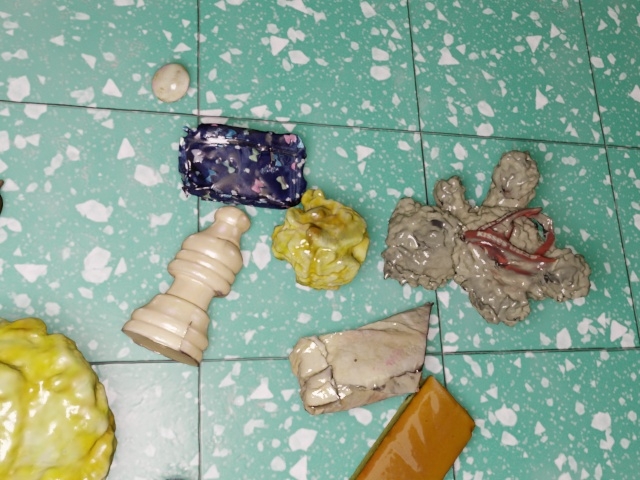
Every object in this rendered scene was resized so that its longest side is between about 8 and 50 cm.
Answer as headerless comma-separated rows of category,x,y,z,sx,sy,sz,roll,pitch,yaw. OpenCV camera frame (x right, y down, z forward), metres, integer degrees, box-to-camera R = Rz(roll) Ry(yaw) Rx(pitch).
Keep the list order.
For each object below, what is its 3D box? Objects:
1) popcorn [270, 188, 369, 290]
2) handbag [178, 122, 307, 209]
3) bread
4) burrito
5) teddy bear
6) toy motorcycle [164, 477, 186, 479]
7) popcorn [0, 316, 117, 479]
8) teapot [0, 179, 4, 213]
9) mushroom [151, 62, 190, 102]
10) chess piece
popcorn,0.000,0.000,1.240,0.187,0.167,0.185,40,65,-17
handbag,-0.151,-0.148,1.277,0.260,0.113,0.162,4,82,-17
bread,0.147,0.438,1.215,0.138,0.077,0.361,42,68,-1
burrito,0.106,0.232,1.235,0.348,0.107,0.175,-13,55,-23
teddy bear,0.306,0.010,1.318,0.368,0.224,0.357,-7,63,-16
toy motorcycle,-0.242,0.556,1.056,0.169,0.113,0.315,-18,89,-9
popcorn,-0.474,0.292,0.965,0.334,0.293,0.292,27,37,-12
teapot,-0.609,-0.062,1.147,0.121,0.068,0.076,-46,113,-1
mushroom,-0.299,-0.316,1.304,0.067,0.084,0.083,29,62,-51
chess piece,-0.228,0.065,1.201,0.139,0.124,0.307,13,64,22
